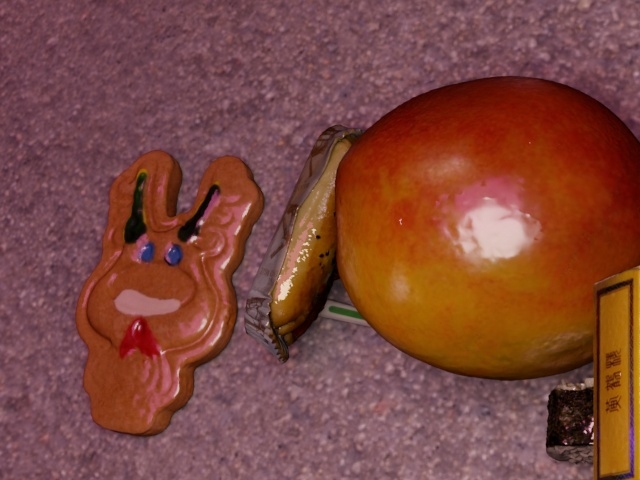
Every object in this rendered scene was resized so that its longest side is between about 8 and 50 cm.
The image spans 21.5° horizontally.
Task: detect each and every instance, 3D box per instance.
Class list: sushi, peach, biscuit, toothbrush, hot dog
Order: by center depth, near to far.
[{"bbox_3d":[0.290,0.175,1.623,0.150,0.090,0.078,-1,70,27],"label":"sushi"},{"bbox_3d":[0.165,-0.015,1.627,0.332,0.308,0.307,10,79,19],"label":"peach"},{"bbox_3d":[0.000,0.000,1.768,0.082,0.162,0.270,21,75,15],"label":"hot dog"},{"bbox_3d":[0.078,0.087,1.785,0.304,0.030,0.030,13,80,29],"label":"toothbrush"},{"bbox_3d":[-0.182,0.056,1.910,0.202,0.047,0.333,9,79,27],"label":"biscuit"}]

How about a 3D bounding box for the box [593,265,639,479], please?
[{"bbox_3d":[0.388,0.140,1.483,0.084,0.302,0.192,146,130,-63],"label":"box"}]
